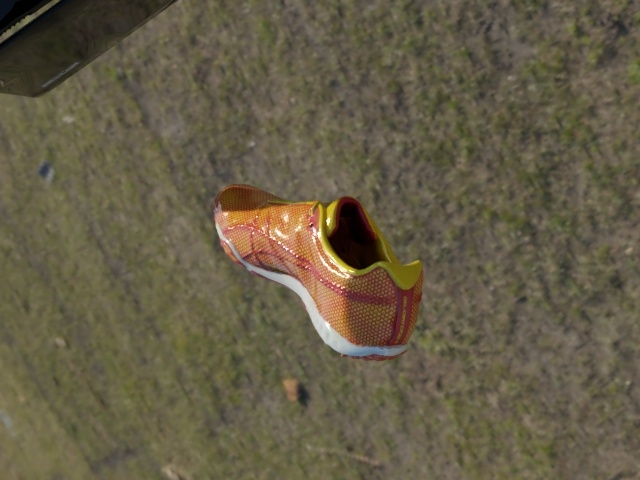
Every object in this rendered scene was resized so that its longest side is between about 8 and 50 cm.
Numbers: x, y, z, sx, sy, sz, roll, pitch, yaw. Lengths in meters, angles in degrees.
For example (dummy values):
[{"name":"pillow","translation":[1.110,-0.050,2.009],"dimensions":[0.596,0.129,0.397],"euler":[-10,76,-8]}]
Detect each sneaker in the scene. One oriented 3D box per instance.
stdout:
[{"name":"sneaker","translation":[0.000,0.000,0.563],"dimensions":[0.175,0.064,0.067],"euler":[34,116,46]}]

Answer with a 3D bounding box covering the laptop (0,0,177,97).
[{"name":"laptop","translation":[-0.163,-0.214,0.632],"dimensions":[0.264,0.234,0.136],"euler":[51,-172,-38]}]
